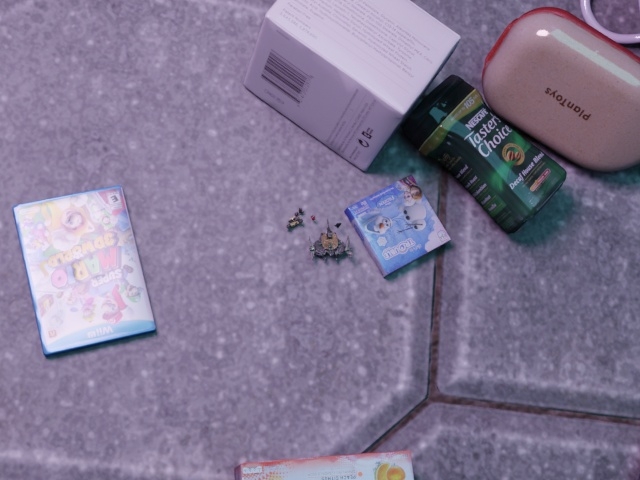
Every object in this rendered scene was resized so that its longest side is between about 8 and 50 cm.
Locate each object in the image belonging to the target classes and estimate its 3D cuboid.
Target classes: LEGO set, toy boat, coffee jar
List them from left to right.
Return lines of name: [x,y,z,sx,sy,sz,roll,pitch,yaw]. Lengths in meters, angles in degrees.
LEGO set: [0.001,-0.002,1.263,0.054,0.023,0.083,-33,70,-21]
coffee jar: [0.187,-0.102,1.298,0.184,0.079,0.096,42,70,3]
toy boat: [0.314,-0.190,1.336,0.231,0.151,0.151,32,41,-1]

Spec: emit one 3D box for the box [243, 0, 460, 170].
box: [0.029,-0.197,1.238,0.182,0.181,0.119,35,71,0]

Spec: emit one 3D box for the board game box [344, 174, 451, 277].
board game box: [0.088,-0.017,1.283,0.090,0.020,0.090,-28,83,-18]

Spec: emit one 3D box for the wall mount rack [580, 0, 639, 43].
wall mount rack: [0.489,-0.363,1.346,0.350,0.130,0.304,-8,93,5]

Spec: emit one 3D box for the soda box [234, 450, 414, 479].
soda box: [0.005,0.256,1.164,0.183,0.058,0.063,-2,74,-12]

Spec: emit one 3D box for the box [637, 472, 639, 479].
box: [0.441,0.273,1.175,0.060,0.216,0.270,42,65,-38]

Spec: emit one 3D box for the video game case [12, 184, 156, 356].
video game case: [-0.252,0.030,1.200,0.119,0.015,0.166,-12,77,-15]
